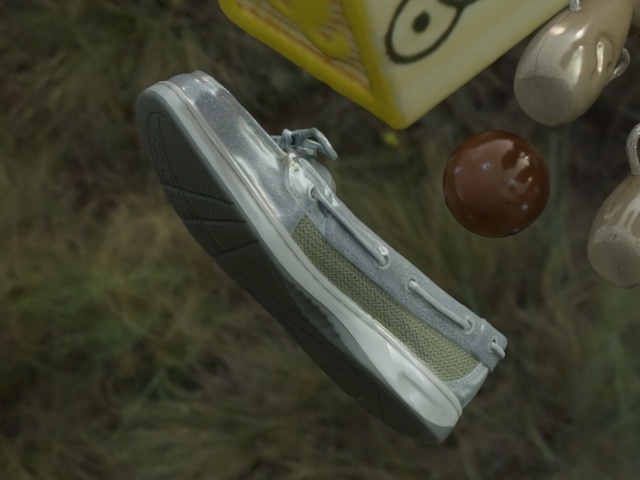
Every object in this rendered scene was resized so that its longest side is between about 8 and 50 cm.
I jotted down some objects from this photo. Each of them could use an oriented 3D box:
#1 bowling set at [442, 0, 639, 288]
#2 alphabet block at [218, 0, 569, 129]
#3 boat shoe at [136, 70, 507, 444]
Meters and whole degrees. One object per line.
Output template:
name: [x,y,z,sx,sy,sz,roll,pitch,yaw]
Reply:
bowling set: [0.162,-0.078,0.943,0.199,0.287,0.154,-2,33,35]
alphabet block: [0.042,-0.216,1.102,0.197,0.192,0.193,-37,43,-16]
boat shoe: [0.002,0.001,1.293,0.103,0.320,0.118,-48,20,-17]
